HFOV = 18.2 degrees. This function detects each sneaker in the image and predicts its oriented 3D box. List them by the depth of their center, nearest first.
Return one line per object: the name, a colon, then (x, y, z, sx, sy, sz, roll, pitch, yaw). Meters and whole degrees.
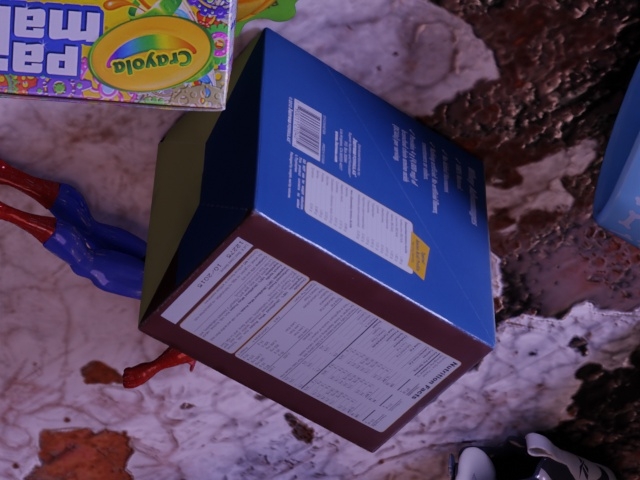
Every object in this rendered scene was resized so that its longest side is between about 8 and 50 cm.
sneaker: (0.129, 0.240, 1.668, 0.235, 0.094, 0.153, -33, 122, 27)

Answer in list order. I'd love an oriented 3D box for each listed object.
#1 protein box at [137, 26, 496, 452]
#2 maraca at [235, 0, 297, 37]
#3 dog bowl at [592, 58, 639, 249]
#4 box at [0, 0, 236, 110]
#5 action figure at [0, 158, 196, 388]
protein box: (0.000, 0.000, 1.383, 0.201, 0.200, 0.136, 30, 126, -24)
maraca: (-0.064, -0.184, 1.294, 0.127, 0.099, 0.185, -15, 154, 8)
dog bowl: (0.255, -0.112, 1.311, 0.074, 0.166, 0.297, 18, 131, 1)
box: (-0.125, -0.222, 1.060, 0.177, 0.290, 0.279, 4, 99, -3)
action figure: (-0.149, 0.049, 1.505, 0.280, 0.091, 0.139, 22, 122, -17)
